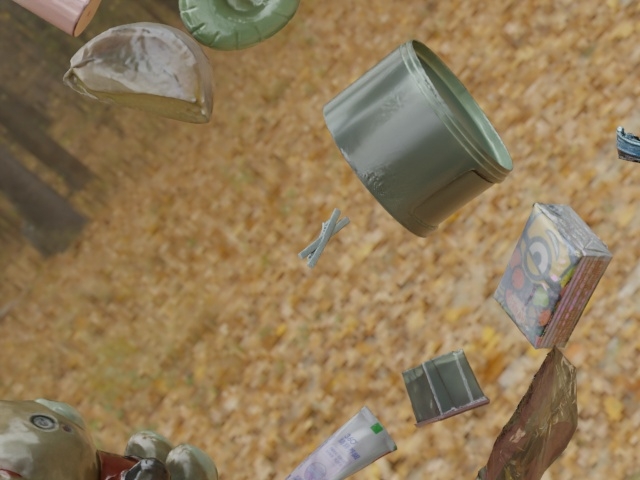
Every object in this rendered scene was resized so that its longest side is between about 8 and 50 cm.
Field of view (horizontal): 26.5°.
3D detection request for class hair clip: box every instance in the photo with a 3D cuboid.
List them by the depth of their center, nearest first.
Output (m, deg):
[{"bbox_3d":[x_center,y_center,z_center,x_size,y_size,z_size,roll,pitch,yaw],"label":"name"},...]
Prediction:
[{"bbox_3d":[0.001,0.001,2.006,0.039,0.030,0.115,-46,4,46],"label":"hair clip"}]

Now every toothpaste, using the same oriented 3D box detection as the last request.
[{"bbox_3d":[-0.028,0.350,1.925,0.301,0.048,0.075,-35,41,-16],"label":"toothpaste"}]

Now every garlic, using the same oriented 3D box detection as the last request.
[{"bbox_3d":[-0.202,-0.204,1.587,0.087,0.196,0.101,76,-147,-64],"label":"garlic"}]

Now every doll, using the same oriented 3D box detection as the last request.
[{"bbox_3d":[-0.290,0.278,1.562,0.235,0.330,0.174,16,84,54],"label":"doll"},{"bbox_3d":[-0.107,-0.403,1.708,0.268,0.284,0.216,-41,5,-10],"label":"doll"}]

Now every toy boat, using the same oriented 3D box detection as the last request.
[{"bbox_3d":[0.457,-0.132,1.856,0.137,0.060,0.060,18,99,53],"label":"toy boat"}]

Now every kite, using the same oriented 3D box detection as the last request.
[{"bbox_3d":[0.186,0.281,1.456,0.022,0.204,0.360,22,65,31],"label":"kite"}]

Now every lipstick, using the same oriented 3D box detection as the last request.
[{"bbox_3d":[-0.507,-0.441,2.146,0.087,0.327,0.087,-59,2,4],"label":"lipstick"}]

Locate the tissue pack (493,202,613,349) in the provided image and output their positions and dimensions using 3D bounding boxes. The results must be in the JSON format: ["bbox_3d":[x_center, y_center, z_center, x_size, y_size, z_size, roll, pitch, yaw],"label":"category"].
[{"bbox_3d":[0.278,0.043,1.647,0.108,0.060,0.148,58,137,46],"label":"tissue pack"}]

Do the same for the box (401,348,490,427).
[{"bbox_3d":[0.124,0.149,1.374,0.060,0.063,0.085,-17,-8,-16],"label":"box"}]

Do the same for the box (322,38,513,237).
[{"bbox_3d":[0.131,-0.136,1.804,0.149,0.226,0.226,-37,17,17],"label":"box"}]
